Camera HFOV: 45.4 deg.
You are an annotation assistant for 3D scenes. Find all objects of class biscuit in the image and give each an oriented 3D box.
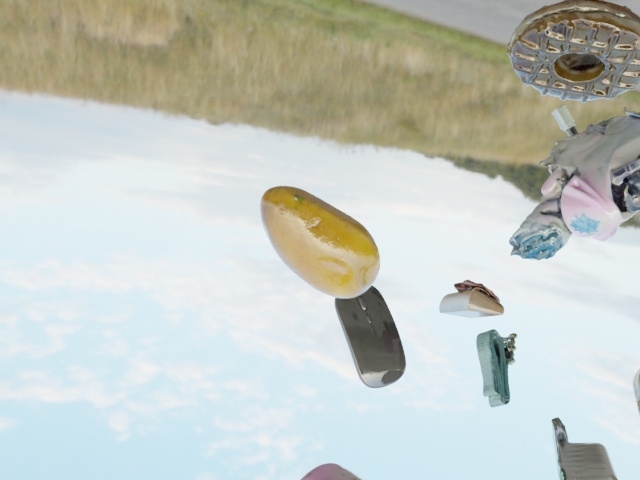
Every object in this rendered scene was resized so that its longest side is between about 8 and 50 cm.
[{"bbox_3d":[0.610,-0.438,1.790,0.331,0.103,0.332,13,160,5],"label":"biscuit"}]

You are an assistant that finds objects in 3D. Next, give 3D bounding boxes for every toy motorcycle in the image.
[{"bbox_3d":[0.278,-0.056,0.825,0.108,0.204,0.239,54,-172,1],"label":"toy motorcycle"}]

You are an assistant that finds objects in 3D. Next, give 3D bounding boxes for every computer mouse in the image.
[{"bbox_3d":[0.110,0.206,1.678,0.120,0.232,0.057,-14,167,-20],"label":"computer mouse"}]

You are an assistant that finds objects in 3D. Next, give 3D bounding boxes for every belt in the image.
[{"bbox_3d":[0.417,0.301,1.796,0.100,0.179,0.065,16,153,-35],"label":"belt"}]

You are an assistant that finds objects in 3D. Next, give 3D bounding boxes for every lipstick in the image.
[{"bbox_3d":[0.513,-0.226,1.568,0.025,0.107,0.025,-25,172,-11],"label":"lipstick"}]

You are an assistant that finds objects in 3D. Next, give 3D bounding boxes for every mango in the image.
[{"bbox_3d":[0.000,0.000,1.127,0.147,0.109,0.227,-2,140,47],"label":"mango"}]

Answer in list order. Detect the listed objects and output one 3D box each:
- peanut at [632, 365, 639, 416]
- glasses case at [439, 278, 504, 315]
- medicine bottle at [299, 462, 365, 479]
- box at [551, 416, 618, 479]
[{"bbox_3d":[0.731,0.264,1.537,0.192,0.387,0.169,11,167,4],"label":"peanut"},{"bbox_3d":[0.328,0.123,1.601,0.102,0.070,0.193,10,171,-7],"label":"glasses case"},{"bbox_3d":[0.073,0.432,1.068,0.254,0.152,0.152,21,-166,40],"label":"medicine bottle"},{"bbox_3d":[0.549,0.517,1.529,0.106,0.264,0.336,-17,180,14],"label":"box"}]
